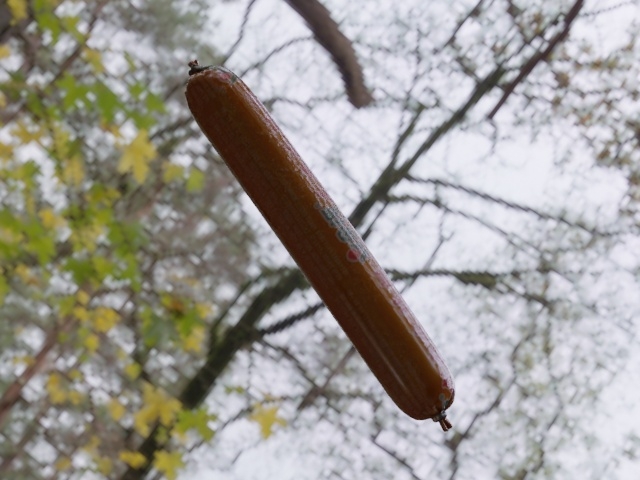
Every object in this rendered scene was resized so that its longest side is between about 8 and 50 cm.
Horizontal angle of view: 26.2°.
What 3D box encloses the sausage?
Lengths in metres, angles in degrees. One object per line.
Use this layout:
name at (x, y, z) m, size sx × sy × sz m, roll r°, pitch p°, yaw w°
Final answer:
sausage at (0.000, 0.000, 1.055) m, size 0.348 × 0.053 × 0.053 m, roll 55°, pitch -25°, yaw 6°
